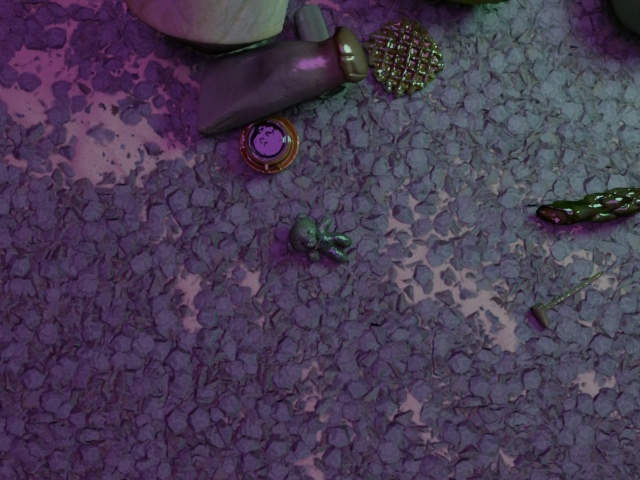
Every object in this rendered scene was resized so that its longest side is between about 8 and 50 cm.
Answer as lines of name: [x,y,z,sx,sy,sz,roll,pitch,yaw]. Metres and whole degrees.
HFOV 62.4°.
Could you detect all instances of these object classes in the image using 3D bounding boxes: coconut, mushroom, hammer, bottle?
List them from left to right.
coconut: [-0.235,-0.588,1.126,0.344,0.415,0.415,5,87,-12]
mushroom: [-0.100,-0.361,1.173,0.407,0.137,0.154,-15,68,15]
bottle: [-0.003,-0.444,1.245,0.072,0.072,0.202,-17,87,-2]
hammer: [0.592,0.135,1.244,0.195,0.028,0.060,-31,93,-3]

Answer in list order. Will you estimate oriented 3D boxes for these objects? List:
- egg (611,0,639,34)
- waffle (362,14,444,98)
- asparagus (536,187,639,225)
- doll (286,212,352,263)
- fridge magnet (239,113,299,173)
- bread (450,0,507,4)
egg: [0.812,-0.591,1.137,0.278,0.336,0.278,0,92,-4]
waffle: [0.198,-0.440,1.265,0.169,0.036,0.183,-34,87,-1]
asparagus: [0.656,-0.077,1.232,0.287,0.080,0.080,-13,87,-2]
doll: [0.000,0.000,1.224,0.150,0.077,0.115,16,97,-11]
fridge magnet: [-0.120,-0.227,1.236,0.143,0.063,0.143,0,88,2]
bread: [0.336,-0.695,1.138,0.348,0.348,0.308,8,92,0]
